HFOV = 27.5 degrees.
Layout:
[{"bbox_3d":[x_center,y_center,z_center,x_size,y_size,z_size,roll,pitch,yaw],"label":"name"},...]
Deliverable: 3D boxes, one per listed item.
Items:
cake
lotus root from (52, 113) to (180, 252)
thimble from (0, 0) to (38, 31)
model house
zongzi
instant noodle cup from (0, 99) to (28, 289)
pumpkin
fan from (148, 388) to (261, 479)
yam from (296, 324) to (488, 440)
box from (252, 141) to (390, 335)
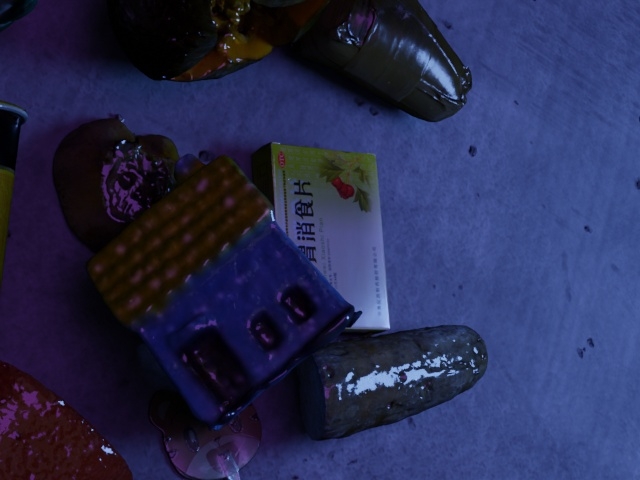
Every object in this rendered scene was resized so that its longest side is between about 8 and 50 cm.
[{"bbox_3d":[-0.347,0.257,1.477,0.283,0.177,0.151,45,59,-14],"label":"cake"},{"bbox_3d":[-0.241,-0.074,1.692,0.183,0.078,0.203,-17,85,-34],"label":"lotus root"},{"bbox_3d":[-0.474,-0.336,1.515,0.288,0.254,0.167,-4,78,-31],"label":"thimble"},{"bbox_3d":[-0.124,0.056,1.607,0.237,0.215,0.303,-39,79,-3],"label":"model house"},{"bbox_3d":[0.112,-0.349,1.945,0.274,0.145,0.300,26,58,-27],"label":"zongzi"},{"bbox_3d":[-0.442,-0.041,1.497,0.215,0.215,0.236,2,83,-30],"label":"instant noodle cup"},{"bbox_3d":[-0.125,-0.338,1.698,0.320,0.320,0.192,-20,76,-33],"label":"pumpkin"},{"bbox_3d":[-0.127,0.283,1.703,0.152,0.008,0.227,-21,87,-34],"label":"fan"},{"bbox_3d":[0.100,0.182,1.798,0.330,0.133,0.133,-11,83,-37],"label":"yam"},{"bbox_3d":[0.000,0.001,1.823,0.175,0.062,0.260,4,75,-30],"label":"box"}]
